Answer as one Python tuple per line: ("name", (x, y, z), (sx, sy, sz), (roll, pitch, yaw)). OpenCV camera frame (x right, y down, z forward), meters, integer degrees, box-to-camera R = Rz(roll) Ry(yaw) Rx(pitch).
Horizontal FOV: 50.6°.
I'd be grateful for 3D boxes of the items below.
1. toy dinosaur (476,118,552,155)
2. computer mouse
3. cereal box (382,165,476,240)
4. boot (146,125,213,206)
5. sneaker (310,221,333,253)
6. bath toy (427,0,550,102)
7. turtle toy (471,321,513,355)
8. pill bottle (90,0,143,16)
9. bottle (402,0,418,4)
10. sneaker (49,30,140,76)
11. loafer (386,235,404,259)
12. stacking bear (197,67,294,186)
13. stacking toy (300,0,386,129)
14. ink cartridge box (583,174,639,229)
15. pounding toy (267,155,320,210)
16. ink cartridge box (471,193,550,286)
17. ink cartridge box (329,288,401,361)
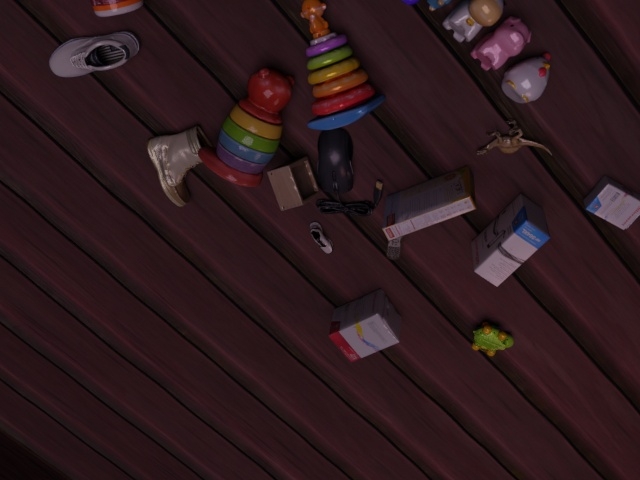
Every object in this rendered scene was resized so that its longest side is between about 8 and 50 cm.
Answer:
("toy dinosaur", (0.484, -0.253, 1.696), (0.183, 0.053, 0.092), (0, 138, 19))
("computer mouse", (0.076, -0.167, 1.809), (0.184, 0.060, 0.262), (7, 124, 7))
("cereal box", (0.279, -0.098, 1.750), (0.240, 0.173, 0.047), (-21, 118, 22))
("boot", (-0.363, -0.201, 1.859), (0.165, 0.077, 0.213), (-12, 116, 15))
("sneaker", (0.000, 0.000, 1.940), (0.040, 0.044, 0.109), (-25, 117, 21))
("bath toy", (0.403, -0.464, 1.524), (0.348, 0.151, 0.129), (43, 90, -19))
("turtle toy", (0.515, 0.291, 2.019), (0.130, 0.066, 0.095), (22, 123, -4))
("pill bottle", (-0.499, -0.645, 1.570), (0.121, 0.121, 0.221), (-4, 121, 13))
("bottle", (0.246, -0.649, 1.449), (0.118, 0.092, 0.283), (35, 121, -11))
("sneaker", (-0.587, -0.470, 1.716), (0.258, 0.091, 0.094), (-13, 119, 18))
("loafer", (0.211, -0.021, 1.887), (0.056, 0.050, 0.148), (13, 108, -2))
("stacking bear", (-0.166, -0.297, 1.713), (0.175, 0.164, 0.289), (10, 118, -36))
("stacking toy", (0.022, -0.430, 1.612), (0.175, 0.166, 0.302), (-12, 109, 30))
("ink cartridge box", (0.755, -0.096, 1.736), (0.122, 0.052, 0.088), (28, 123, -6))
("pounding toy", (-0.072, -0.145, 1.815), (0.100, 0.141, 0.130), (-13, 103, 30))
("ink cartridge box", (0.496, 0.000, 1.786), (0.086, 0.148, 0.203), (33, 122, -12))
("ink cartridge box", (0.137, 0.254, 2.027), (0.176, 0.128, 0.127), (-27, 114, 25))
